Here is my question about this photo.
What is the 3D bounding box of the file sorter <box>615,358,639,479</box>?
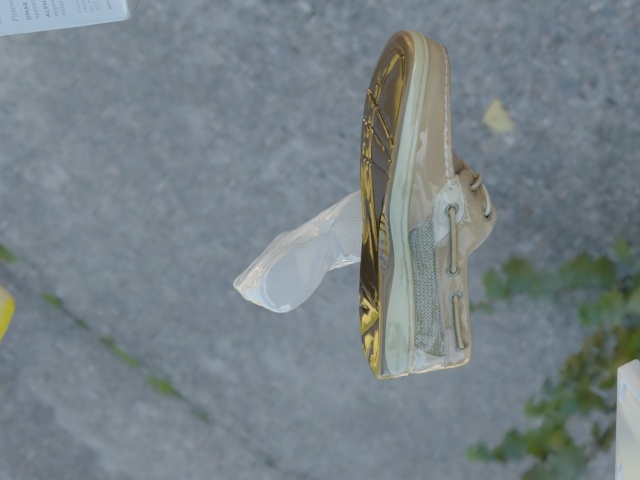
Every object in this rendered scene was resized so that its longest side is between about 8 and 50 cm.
[{"bbox_3d":[0.384,0.214,1.283,0.278,0.173,0.193,55,166,36],"label":"file sorter"}]

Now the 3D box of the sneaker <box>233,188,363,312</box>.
[{"bbox_3d":[0.000,0.000,1.679,0.094,0.212,0.080,7,122,58],"label":"sneaker"}]

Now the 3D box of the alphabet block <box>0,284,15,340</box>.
[{"bbox_3d":[-0.349,0.078,1.031,0.192,0.193,0.197,-14,138,45],"label":"alphabet block"}]

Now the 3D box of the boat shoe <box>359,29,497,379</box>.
[{"bbox_3d":[0.099,-0.032,1.467,0.110,0.122,0.341,-4,120,-10],"label":"boat shoe"}]

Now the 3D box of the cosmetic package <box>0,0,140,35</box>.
[{"bbox_3d":[-0.367,-0.303,1.634,0.385,0.217,0.156,-6,115,13],"label":"cosmetic package"}]
